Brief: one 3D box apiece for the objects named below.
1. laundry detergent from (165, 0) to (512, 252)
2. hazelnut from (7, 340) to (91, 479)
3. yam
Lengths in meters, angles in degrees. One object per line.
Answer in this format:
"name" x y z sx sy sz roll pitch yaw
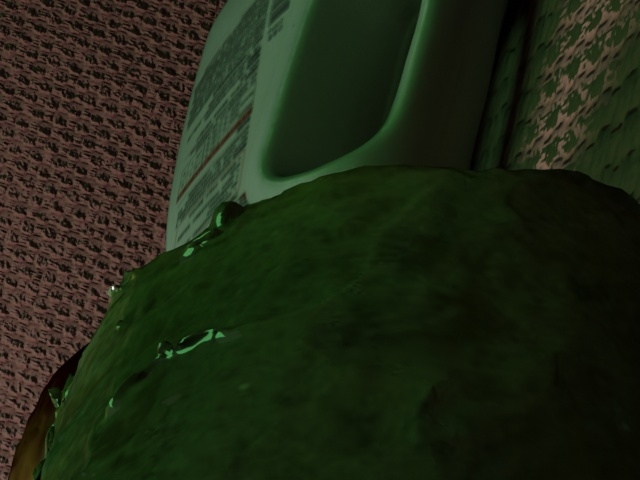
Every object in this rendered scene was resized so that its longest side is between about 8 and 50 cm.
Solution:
"laundry detergent" 0.000 0.000 1.030 0.264 0.124 0.398 -42 29 42
"hazelnut" -0.017 0.107 0.775 0.208 0.208 0.208 -162 90 -83
"yam" 0.008 0.126 0.433 0.300 0.195 0.195 -81 11 -54
